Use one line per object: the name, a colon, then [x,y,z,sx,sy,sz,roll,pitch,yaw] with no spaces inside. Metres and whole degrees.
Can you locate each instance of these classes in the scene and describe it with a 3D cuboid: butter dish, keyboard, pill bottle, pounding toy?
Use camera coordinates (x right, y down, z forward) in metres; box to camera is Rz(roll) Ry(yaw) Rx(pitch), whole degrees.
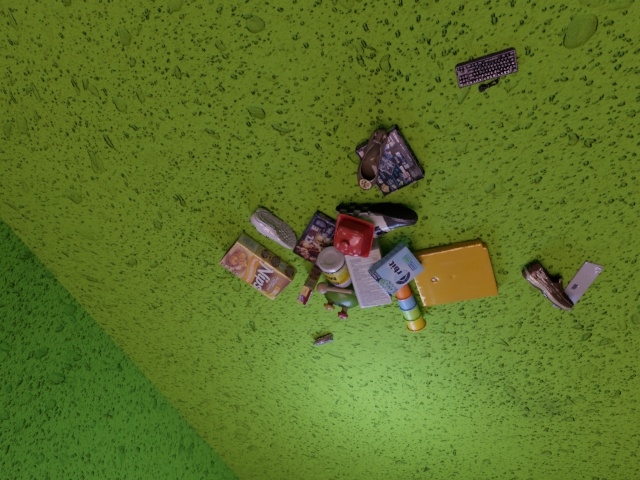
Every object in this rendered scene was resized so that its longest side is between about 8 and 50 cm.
butter dish: [0.113,-0.001,1.694,0.159,0.118,0.160,19,121,18]
keyboard: [0.530,-0.531,1.394,0.180,0.023,0.108,-10,122,23]
pill bottle: [0.070,0.121,1.896,0.119,0.119,0.208,-3,150,18]
keyboard: [1.040,0.189,1.775,0.072,0.014,0.256,20,128,8]
pounding toy: [0.075,0.282,1.983,0.182,0.110,0.237,15,163,23]

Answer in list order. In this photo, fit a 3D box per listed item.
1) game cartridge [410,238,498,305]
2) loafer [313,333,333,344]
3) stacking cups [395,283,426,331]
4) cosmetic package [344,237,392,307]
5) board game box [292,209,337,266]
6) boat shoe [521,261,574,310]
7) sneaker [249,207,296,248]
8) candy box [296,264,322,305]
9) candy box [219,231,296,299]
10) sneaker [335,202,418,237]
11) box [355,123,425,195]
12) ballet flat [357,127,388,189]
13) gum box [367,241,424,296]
game cartridge: [0.560,0.141,1.857,0.323,0.053,0.285,-13,120,21]
loafer: [0.015,0.520,2.295,0.125,0.039,0.045,-21,150,31]
stacking cups: [0.393,0.264,1.972,0.095,0.096,0.316,-11,117,23]
cosmetic package: [0.209,0.132,1.886,0.153,0.129,0.296,-10,122,12]
board game box: [0.000,0.000,1.915,0.165,0.042,0.243,29,127,-5]
boat shoe: [0.931,0.180,1.749,0.257,0.095,0.095,36,121,-10]
sneaker: [-0.207,-0.044,1.928,0.235,0.090,0.095,42,137,-11]
candy box: [-0.042,0.190,1.973,0.053,0.187,0.109,25,129,1]
candy box: [-0.294,0.124,2.060,0.316,0.088,0.183,37,126,-11]
sneaker: [0.227,-0.067,1.753,0.330,0.122,0.146,5,121,24]
box: [0.259,-0.292,1.625,0.175,0.051,0.220,-25,115,30]
ballet flat: [0.185,-0.284,1.582,0.084,0.058,0.250,20,128,3]
gum box: [0.310,0.121,1.791,0.184,0.041,0.157,-39,120,7]
